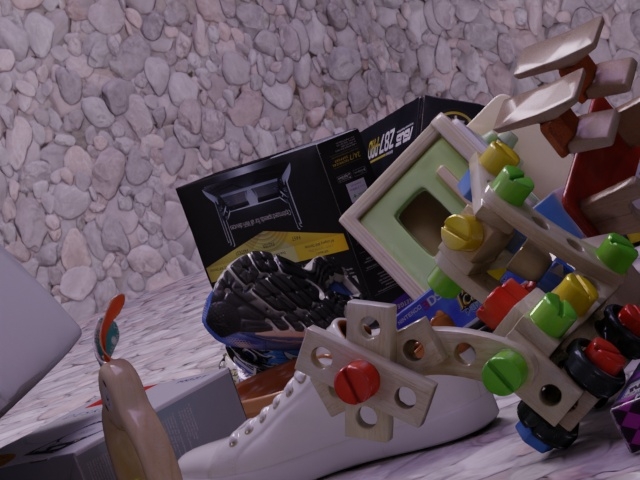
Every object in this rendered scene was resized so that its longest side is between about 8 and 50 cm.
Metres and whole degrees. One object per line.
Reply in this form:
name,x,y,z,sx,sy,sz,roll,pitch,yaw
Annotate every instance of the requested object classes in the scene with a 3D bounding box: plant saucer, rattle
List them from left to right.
rattle,-0.193,0.161,1.493,0.143,0.199,0.130,-20,5,-5
plant saucer,-0.009,0.148,1.902,0.200,0.037,0.200,-19,5,2

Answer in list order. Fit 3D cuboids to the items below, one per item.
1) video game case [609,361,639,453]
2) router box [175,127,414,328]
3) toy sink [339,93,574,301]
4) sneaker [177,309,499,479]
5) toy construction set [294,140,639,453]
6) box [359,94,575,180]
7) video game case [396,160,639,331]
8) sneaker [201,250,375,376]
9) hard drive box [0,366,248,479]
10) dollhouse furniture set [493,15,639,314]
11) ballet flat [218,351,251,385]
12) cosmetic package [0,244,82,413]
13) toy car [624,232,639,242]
video game case,0.330,0.056,1.282,0.232,0.042,0.210,-27,4,27
router box,-0.034,0.006,2.389,0.081,0.243,0.309,-24,7,-40
toy sink,0.163,-0.047,2.065,0.234,0.153,0.131,-45,-18,8
sneaker,-0.003,0.133,1.541,0.290,0.123,0.106,-20,6,16
toy construction set,0.134,0.052,1.389,0.328,0.215,0.151,-37,-15,-51
box,0.215,-0.091,2.374,0.318,0.097,0.395,7,-8,-14
video game case,0.236,0.006,1.907,0.244,0.061,0.269,-22,-13,-46
sneaker,-0.047,0.104,2.068,0.147,0.130,0.330,-48,-19,14
hard drive box,-0.201,0.207,1.683,0.181,0.089,0.232,-16,6,35
dollhouse furniture set,0.246,-0.023,1.668,0.135,0.262,0.259,-18,36,39
ballet flat,-0.104,0.153,2.225,0.041,0.041,0.114,-20,5,-10
cosmetic package,-0.480,0.122,1.594,0.394,0.327,0.329,-43,2,7
toy car,0.289,0.004,2.239,0.239,0.053,0.225,-21,5,-22
